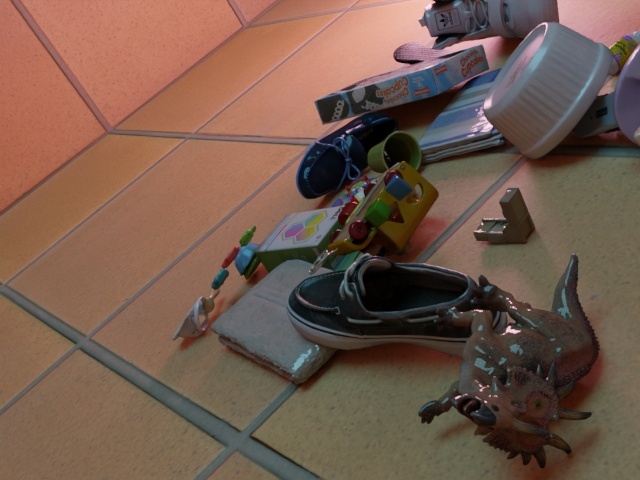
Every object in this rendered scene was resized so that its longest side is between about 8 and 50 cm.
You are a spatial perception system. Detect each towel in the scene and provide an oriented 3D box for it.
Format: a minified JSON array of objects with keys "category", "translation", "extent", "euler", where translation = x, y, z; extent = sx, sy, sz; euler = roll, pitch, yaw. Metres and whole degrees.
[{"category":"towel","translation":[0.300,-0.240,1.670],"extent":[0.209,0.034,0.285],"euler":[-10,31,44]},{"category":"towel","translation":[-0.039,0.118,1.392],"extent":[0.187,0.049,0.282],"euler":[-42,28,-18]}]

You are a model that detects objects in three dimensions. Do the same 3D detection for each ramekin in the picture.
[{"category":"ramekin","translation":[0.345,-0.241,1.424],"extent":[0.207,0.109,0.207],"euler":[-55,7,10]}]

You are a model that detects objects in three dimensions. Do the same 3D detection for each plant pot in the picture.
[{"category":"plant pot","translation":[0.125,-0.150,1.640],"extent":[0.083,0.083,0.079],"euler":[-43,17,-22]}]

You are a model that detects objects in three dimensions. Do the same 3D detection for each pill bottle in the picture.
[{"category":"pill bottle","translation":[0.515,-0.321,1.550],"extent":[0.083,0.043,0.043],"euler":[-37,25,-10]}]

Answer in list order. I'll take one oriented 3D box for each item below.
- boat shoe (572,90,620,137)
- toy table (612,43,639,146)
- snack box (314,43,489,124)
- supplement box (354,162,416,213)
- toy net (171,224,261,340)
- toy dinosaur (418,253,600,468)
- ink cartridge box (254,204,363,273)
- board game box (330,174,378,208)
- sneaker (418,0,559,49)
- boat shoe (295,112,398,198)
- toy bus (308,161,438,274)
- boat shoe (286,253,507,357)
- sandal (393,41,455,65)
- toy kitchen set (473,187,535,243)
[{"category":"boat shoe","translation":[0.450,-0.191,1.379],"extent":[0.083,0.065,0.183],"euler":[-3,2,-12]},{"category":"toy table","translation":[0.506,-0.214,1.155],"extent":[0.274,0.252,0.161],"euler":[-50,3,19]},{"category":"snack box","translation":[0.162,-0.318,1.874],"extent":[0.322,0.060,0.187],"euler":[-7,18,46]},{"category":"supplement box","translation":[0.111,-0.077,1.546],"extent":[0.098,0.062,0.036],"euler":[-37,53,-9]},{"category":"toy net","translation":[-0.169,0.084,1.570],"extent":[0.232,0.045,0.122],"euler":[-55,-2,-21]},{"category":"toy dinosaur","translation":[0.228,0.133,0.975],"extent":[0.295,0.127,0.200],"euler":[-32,29,-29]},{"category":"ink cartridge box","translation":[0.000,0.000,1.543],"extent":[0.209,0.062,0.109],"euler":[-6,35,44]},{"category":"board game box","translation":[0.079,-0.089,1.650],"extent":[0.168,0.033,0.133],"euler":[-5,37,45]},{"category":"sneaker","translation":[0.332,-0.453,1.845],"extent":[0.210,0.137,0.366],"euler":[-15,19,-5]},{"category":"boat shoe","translation":[0.052,-0.177,1.758],"extent":[0.089,0.109,0.258],"euler":[1,43,48]},{"category":"toy bus","translation":[0.096,-0.020,1.408],"extent":[0.202,0.104,0.191],"euler":[-46,10,27]},{"category":"boat shoe","translation":[0.081,0.068,1.196],"extent":[0.335,0.119,0.121],"euler":[0,47,37]},{"category":"sandal","translation":[0.233,-0.408,2.060],"extent":[0.179,0.040,0.067],"euler":[23,64,44]},{"category":"toy kitchen set","translation":[0.261,-0.046,1.303],"extent":[0.083,0.075,0.068],"euler":[2,40,45]}]
